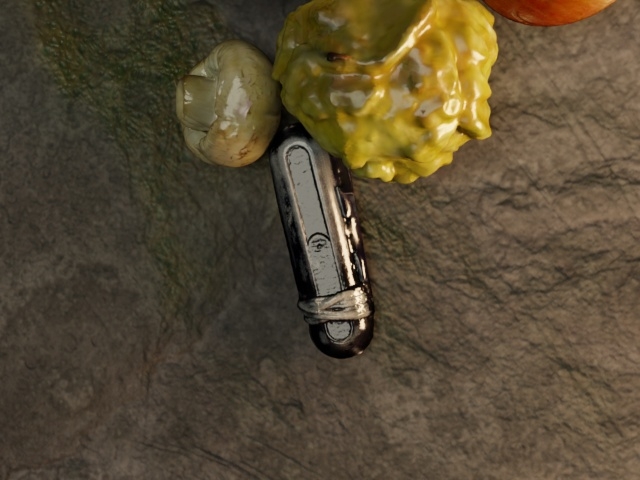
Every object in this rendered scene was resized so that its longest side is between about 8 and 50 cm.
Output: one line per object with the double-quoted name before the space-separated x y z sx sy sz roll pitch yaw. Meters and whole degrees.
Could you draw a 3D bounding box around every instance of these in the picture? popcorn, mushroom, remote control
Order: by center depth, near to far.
"popcorn" 0.061 -0.190 1.303 0.233 0.192 0.266 -19 86 17
"mushroom" -0.101 -0.148 1.394 0.112 0.148 0.148 2 93 -21
"remote control" 0.000 0.000 1.395 0.090 0.066 0.266 -12 88 23

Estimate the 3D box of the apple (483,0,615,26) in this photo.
"apple" 0.236 -0.305 1.273 0.195 0.160 0.173 -40 101 13
